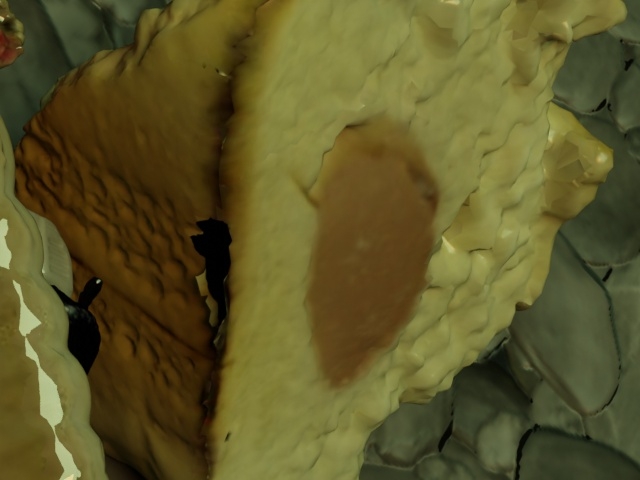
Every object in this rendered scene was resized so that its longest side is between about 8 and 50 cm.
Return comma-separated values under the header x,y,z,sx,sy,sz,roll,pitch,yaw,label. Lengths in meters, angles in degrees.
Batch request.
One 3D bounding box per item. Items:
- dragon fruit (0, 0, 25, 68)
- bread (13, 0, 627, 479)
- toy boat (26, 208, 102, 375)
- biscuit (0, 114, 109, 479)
x,y,z,sx,sy,sz,roll,pitch,yaw,label
-0.203,-0.085,0.638,0.211,0.134,0.262,18,96,-52,dragon fruit
0.008,0.004,0.707,0.184,0.224,0.211,-21,94,-35,bread
-0.128,0.107,0.597,0.141,0.141,0.269,11,70,-34,toy boat
-0.216,0.089,0.508,0.325,0.044,0.217,-15,77,-7,biscuit
